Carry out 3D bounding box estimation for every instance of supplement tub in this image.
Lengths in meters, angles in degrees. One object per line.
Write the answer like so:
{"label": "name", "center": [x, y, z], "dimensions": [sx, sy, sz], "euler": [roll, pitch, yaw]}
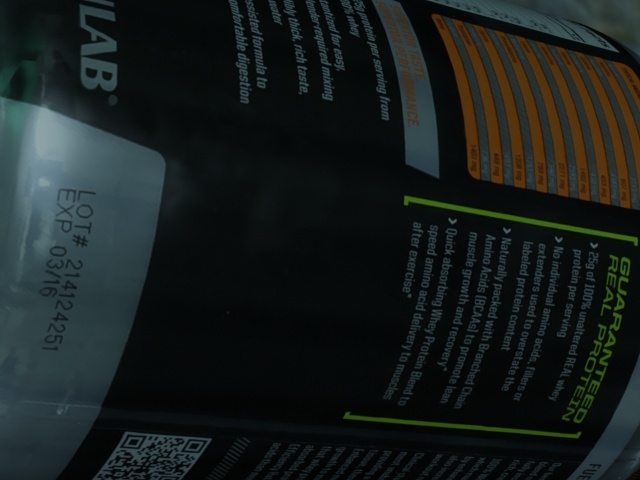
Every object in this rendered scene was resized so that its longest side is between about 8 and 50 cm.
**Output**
{"label": "supplement tub", "center": [0.000, 0.000, 0.499], "dimensions": [0.316, 0.193, 0.193], "euler": [10, 76, -32]}
